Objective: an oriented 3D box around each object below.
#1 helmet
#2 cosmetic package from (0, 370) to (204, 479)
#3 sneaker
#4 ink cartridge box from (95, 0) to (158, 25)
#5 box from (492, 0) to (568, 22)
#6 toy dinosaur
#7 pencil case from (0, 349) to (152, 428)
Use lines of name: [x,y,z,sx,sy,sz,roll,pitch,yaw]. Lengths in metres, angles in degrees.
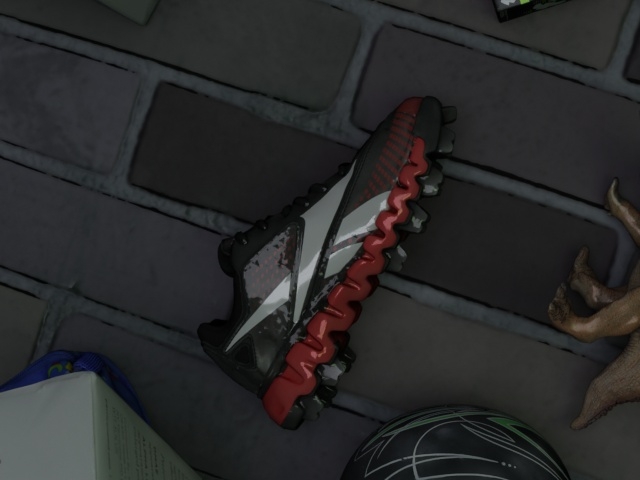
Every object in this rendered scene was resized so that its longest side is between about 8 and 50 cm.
helmet: [0.099,0.197,0.996,0.169,0.169,0.161,-18,100,9]
cosmetic package: [-0.173,0.241,0.919,0.217,0.385,0.156,-12,62,7]
sneaker: [0.000,0.000,1.050,0.135,0.097,0.276,30,94,7]
ink cartridge box: [-0.261,-0.301,1.042,0.307,0.223,0.129,29,94,9]
box: [0.167,-0.210,1.053,0.083,0.052,0.062,-17,87,8]
toy dinosaur: [0.286,0.024,0.984,0.200,0.127,0.295,25,90,12]
pencil case: [-0.283,0.187,1.080,0.306,0.119,0.133,-23,100,7]
